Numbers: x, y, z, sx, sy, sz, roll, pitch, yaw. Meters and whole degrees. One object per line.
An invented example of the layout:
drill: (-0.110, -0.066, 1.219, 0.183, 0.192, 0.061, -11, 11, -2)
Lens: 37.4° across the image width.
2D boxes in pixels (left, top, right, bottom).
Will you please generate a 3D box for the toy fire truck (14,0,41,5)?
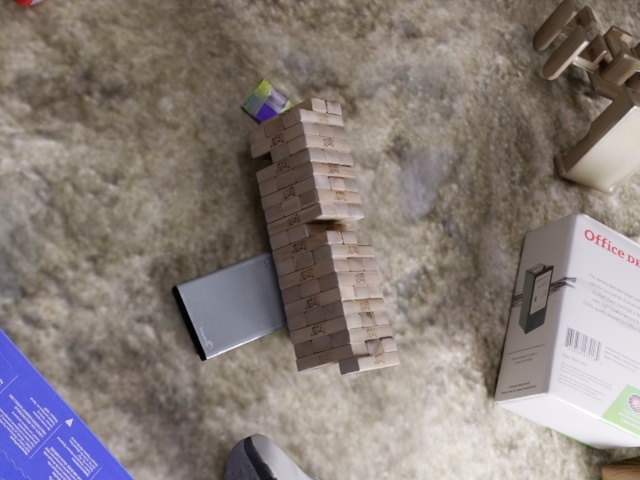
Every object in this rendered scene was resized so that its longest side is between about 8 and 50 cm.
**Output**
toy fire truck: (-0.407, -0.335, 1.089, 0.192, 0.047, 0.135, 46, 59, -10)

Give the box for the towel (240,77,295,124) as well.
towel: (-0.058, -0.169, 1.247, 0.083, 0.009, 0.060, 40, 61, -12)

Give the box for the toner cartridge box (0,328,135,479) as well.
toner cartridge box: (-0.300, 0.218, 0.887, 0.165, 0.075, 0.348, -48, 119, -29)

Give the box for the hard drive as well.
hard drive: (-0.101, 0.077, 1.137, 0.135, 0.022, 0.094, -21, 85, -32)

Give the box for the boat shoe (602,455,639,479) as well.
boat shoe: (0.546, 0.365, 1.352, 0.342, 0.123, 0.123, -3, 89, -29)

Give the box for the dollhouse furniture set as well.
dollhouse furniture set: (0.442, -0.220, 1.490, 0.212, 0.161, 0.242, 18, 44, -23)

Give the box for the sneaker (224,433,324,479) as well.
sneaker: (0.002, 0.336, 1.080, 0.297, 0.111, 0.129, 55, 42, -7)

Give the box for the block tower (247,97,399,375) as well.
block tower: (0.000, 0.000, 1.158, 0.091, 0.097, 0.336, -1, 74, -52)

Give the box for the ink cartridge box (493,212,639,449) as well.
ink cartridge box: (0.374, 0.129, 1.325, 0.198, 0.115, 0.273, 26, 64, -20)
